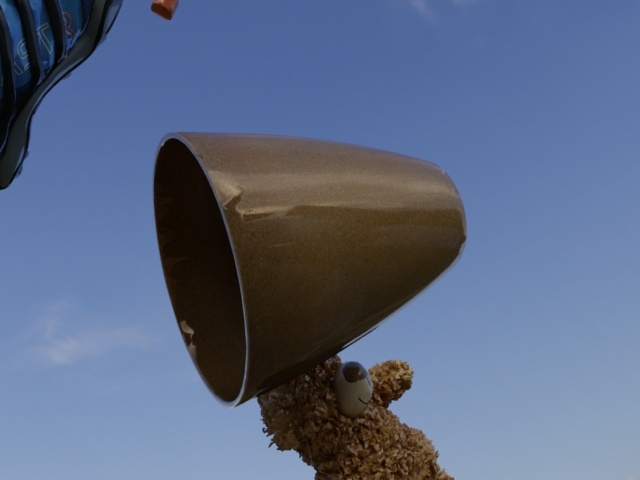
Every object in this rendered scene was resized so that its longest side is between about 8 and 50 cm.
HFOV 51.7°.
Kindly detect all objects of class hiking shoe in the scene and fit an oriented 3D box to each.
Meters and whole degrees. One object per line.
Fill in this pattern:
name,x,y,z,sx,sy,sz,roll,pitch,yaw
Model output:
hiking shoe,-0.209,-0.153,0.422,0.113,0.304,0.132,18,-9,-1

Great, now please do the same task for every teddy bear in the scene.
teddy bear,0.067,0.248,0.754,0.113,0.338,0.245,-21,6,43

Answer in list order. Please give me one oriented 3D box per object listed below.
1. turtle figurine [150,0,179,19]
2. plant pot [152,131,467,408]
turtle figurine,0.028,-0.219,0.310,0.269,0.087,0.217,-44,-10,-25
plant pot,0.000,0.000,0.618,0.254,0.237,0.237,-14,-33,-27
